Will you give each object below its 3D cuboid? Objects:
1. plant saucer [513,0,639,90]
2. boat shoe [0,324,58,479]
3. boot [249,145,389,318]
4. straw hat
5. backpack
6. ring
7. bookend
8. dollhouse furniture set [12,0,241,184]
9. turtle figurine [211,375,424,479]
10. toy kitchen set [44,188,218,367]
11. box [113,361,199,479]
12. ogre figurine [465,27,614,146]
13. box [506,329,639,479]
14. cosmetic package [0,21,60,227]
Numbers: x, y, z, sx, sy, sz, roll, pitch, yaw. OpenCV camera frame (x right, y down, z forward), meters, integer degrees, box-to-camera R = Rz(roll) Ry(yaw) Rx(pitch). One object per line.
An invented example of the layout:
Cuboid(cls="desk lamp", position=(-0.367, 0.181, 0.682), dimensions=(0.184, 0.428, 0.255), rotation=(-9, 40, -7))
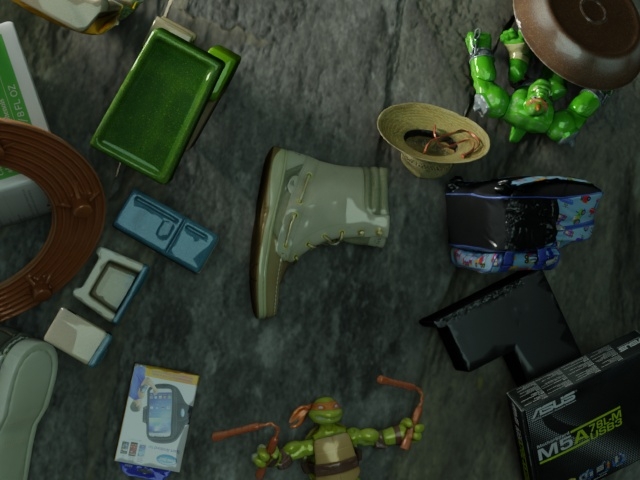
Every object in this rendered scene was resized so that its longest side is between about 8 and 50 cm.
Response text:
Cuboid(cls="plant saucer", position=(0.341, -0.285, 1.552), dimensions=(0.199, 0.036, 0.198), rotation=(11, 60, -19))
Cuboid(cls="boat shoe", position=(-0.395, 0.245, 1.396), dimensions=(0.091, 0.109, 0.305), rotation=(21, 95, 25))
Cuboid(cls="boot", position=(0.000, 0.000, 1.493), dimensions=(0.165, 0.077, 0.213), rotation=(9, 82, -12))
Cuboid(cls="straw hat", position=(0.136, -0.111, 1.529), dimensions=(0.145, 0.144, 0.061), rotation=(3, 128, -10))
Cuboid(cls="backpack", position=(0.260, -0.025, 1.509), dimensions=(0.173, 0.158, 0.116), rotation=(-5, 96, -22))
Cuboid(cls="ring", position=(-0.393, 0.001, 1.299), dimensions=(0.337, 0.336, 0.032), rotation=(-19, 53, -11))
Cuboid(cls="bookend", position=(0.233, 0.137, 1.529), dimensions=(0.156, 0.072, 0.157), rotation=(-26, 92, -11))
Cuboid(cls="dollhouse furniture set", position=(-0.265, -0.214, 1.412), dimensions=(0.302, 0.197, 0.151), rotation=(28, 102, -4))
Cuboid(cls="turtle figurine", position=(0.006, 0.282, 1.471), dimensions=(0.270, 0.087, 0.217), rotation=(-9, 92, -19))
Cuboid(cls="toy kitchen set", position=(-0.214, 0.053, 1.403), dimensions=(0.122, 0.166, 0.207), rotation=(30, 82, -8))
Cuboid(cls="box", position=(-0.200, 0.221, 1.467), dimensions=(0.081, 0.028, 0.136), rotation=(12, 83, -10))
Cuboid(cls="ogre figurine", position=(0.274, -0.190, 1.550), dimensions=(0.197, 0.097, 0.118), rotation=(27, 64, -23))
Cuboid(cls="box", position=(0.333, 0.225, 1.511), dimensions=(0.191, 0.045, 0.184), rotation=(-23, 129, -11))
Cuboid(cls="cosmetic package", position=(-0.486, -0.085, 1.357), dimensions=(0.366, 0.155, 0.197), rotation=(-20, 80, -12))
